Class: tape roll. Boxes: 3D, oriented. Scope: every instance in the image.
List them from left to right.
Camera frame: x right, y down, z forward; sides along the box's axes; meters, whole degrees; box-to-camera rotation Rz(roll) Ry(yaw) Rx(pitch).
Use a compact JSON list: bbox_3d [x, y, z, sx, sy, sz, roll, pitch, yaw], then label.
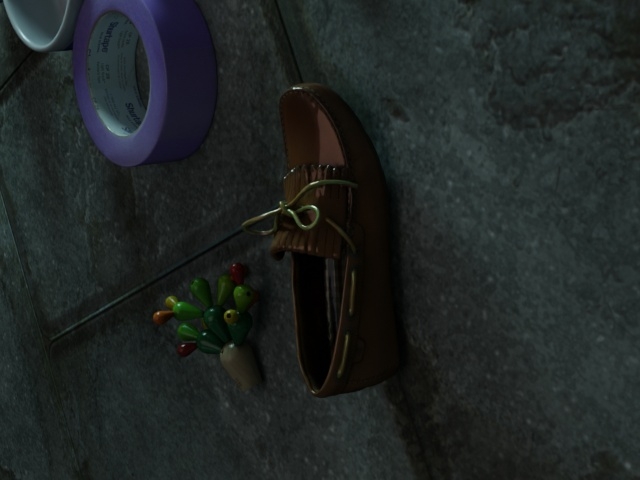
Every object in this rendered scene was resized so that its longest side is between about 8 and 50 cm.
[{"bbox_3d":[-0.269,-0.251,1.611,0.274,0.090,0.275,15,110,47],"label":"tape roll"}]

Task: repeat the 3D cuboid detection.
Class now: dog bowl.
[{"bbox_3d":[-0.419,-0.440,1.734,0.265,0.104,0.265,16,111,48],"label":"dog bowl"}]

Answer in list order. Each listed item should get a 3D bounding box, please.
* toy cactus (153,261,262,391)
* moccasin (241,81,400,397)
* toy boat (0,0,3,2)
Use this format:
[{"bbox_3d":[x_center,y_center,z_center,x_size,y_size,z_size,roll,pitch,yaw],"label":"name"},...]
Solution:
[{"bbox_3d":[-0.145,0.136,1.563,0.219,0.112,0.180,-33,83,40],"label":"toy cactus"},{"bbox_3d":[-0.002,0.000,1.302,0.139,0.147,0.380,7,104,50],"label":"moccasin"},{"bbox_3d":[-0.581,-0.554,1.861,0.318,0.148,0.268,143,114,-74],"label":"toy boat"}]
